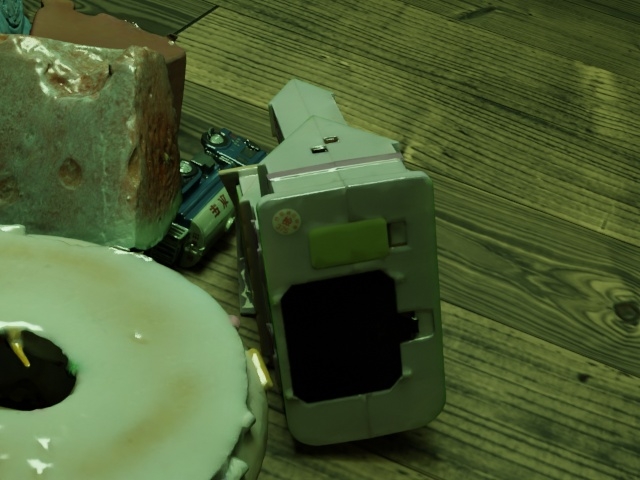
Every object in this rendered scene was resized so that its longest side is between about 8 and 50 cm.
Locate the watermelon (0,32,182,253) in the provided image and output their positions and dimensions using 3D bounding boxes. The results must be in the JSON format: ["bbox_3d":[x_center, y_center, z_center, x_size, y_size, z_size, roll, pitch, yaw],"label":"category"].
[{"bbox_3d":[-0.245,-0.109,1.036,0.318,0.226,0.148,41,12,13],"label":"watermelon"}]

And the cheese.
[{"bbox_3d":[-0.281,-0.176,1.260,0.202,0.128,0.177,24,35,14],"label":"cheese"}]

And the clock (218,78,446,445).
[{"bbox_3d":[0.000,0.000,1.019,0.166,0.235,0.309,-9,27,-5],"label":"clock"}]

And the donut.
[{"bbox_3d":[-0.226,0.137,0.805,0.382,0.142,0.383,8,34,-5],"label":"donut"}]

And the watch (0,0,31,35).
[{"bbox_3d":[-0.463,-0.280,1.327,0.193,0.211,0.211,-9,33,8],"label":"watch"}]

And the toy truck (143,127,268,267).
[{"bbox_3d":[-0.121,-0.045,1.171,0.088,0.074,0.202,25,36,9],"label":"toy truck"}]
